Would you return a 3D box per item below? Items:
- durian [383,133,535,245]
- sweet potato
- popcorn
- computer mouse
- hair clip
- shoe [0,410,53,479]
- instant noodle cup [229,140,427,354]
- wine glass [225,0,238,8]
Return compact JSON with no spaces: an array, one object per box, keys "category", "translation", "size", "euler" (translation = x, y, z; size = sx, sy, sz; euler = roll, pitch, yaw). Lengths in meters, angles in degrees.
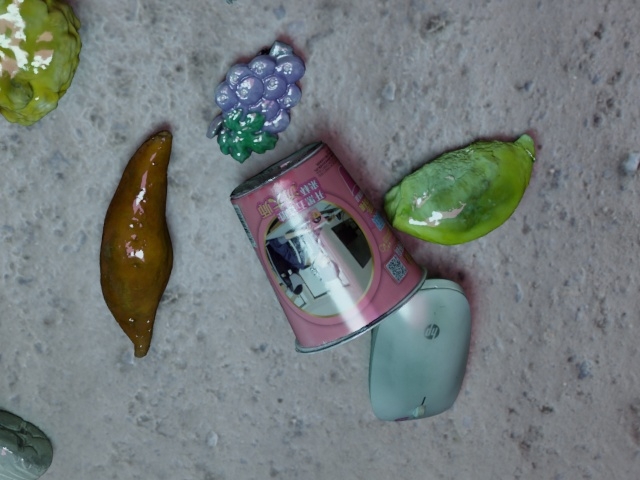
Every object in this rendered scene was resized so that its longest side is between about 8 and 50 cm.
[{"category":"durian","translation":[0.220,-0.069,1.471],"size":[0.250,0.101,0.139],"euler":[-16,108,-4]},{"category":"sweet potato","translation":[-0.273,0.015,1.439],"size":[0.112,0.112,0.359],"euler":[1,110,-7]},{"category":"popcorn","translation":[-0.440,-0.264,1.269],"size":[0.249,0.225,0.249],"euler":[-2,100,-12]},{"category":"computer mouse","translation":[0.159,0.185,1.522],"size":[0.159,0.097,0.289],"euler":[-6,120,-12]},{"category":"hair clip","translation":[-0.098,-0.205,1.426],"size":[0.124,0.052,0.195],"euler":[19,111,-18]},{"category":"shoe","translation":[-0.609,0.329,1.483],"size":[0.342,0.132,0.211],"euler":[34,98,-19]},{"category":"instant noodle cup","translation":[0.000,0.000,1.416],"size":[0.243,0.244,0.255],"euler":[-30,100,3]},{"category":"wine glass","translation":[-0.192,-0.429,1.327],"size":[0.074,0.074,0.262],"euler":[-43,109,7]}]
